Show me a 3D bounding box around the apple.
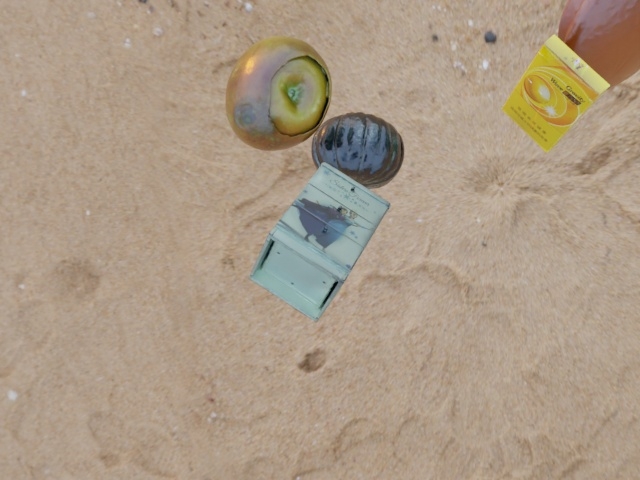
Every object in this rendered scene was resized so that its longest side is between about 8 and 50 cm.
[{"bbox_3d":[-0.086,-0.304,1.431,0.236,0.207,0.237,2,85,-28],"label":"apple"}]

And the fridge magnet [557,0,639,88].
[{"bbox_3d":[0.663,-0.491,1.513,0.363,0.363,0.155,-46,56,13],"label":"fridge magnet"}]

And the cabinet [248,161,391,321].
[{"bbox_3d":[0.000,0.000,1.206,0.145,0.206,0.150,32,138,2],"label":"cabinet"}]

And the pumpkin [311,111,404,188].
[{"bbox_3d":[0.085,-0.204,1.598,0.220,0.220,0.162,3,77,14],"label":"pumpkin"}]

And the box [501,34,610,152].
[{"bbox_3d":[0.487,-0.301,1.465,0.043,0.269,0.152,-42,79,-14],"label":"box"}]
